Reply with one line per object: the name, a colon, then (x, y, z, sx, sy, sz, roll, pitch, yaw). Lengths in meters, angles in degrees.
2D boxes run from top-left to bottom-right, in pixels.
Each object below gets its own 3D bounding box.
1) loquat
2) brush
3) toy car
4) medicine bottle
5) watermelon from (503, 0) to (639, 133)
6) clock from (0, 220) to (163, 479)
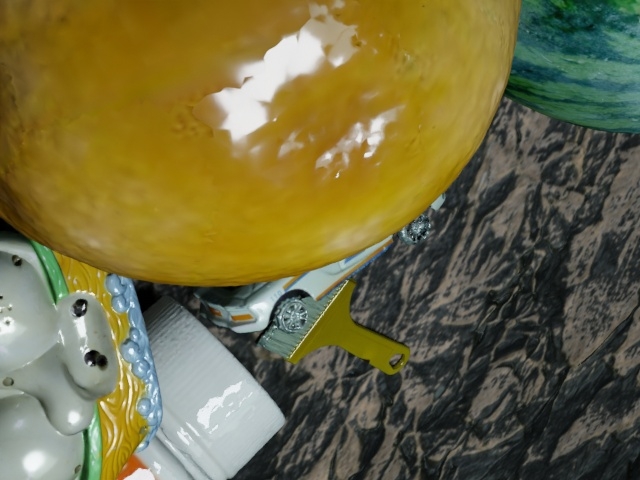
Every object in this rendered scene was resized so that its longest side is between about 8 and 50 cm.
loquat: (-0.056, -0.133, 0.987, 0.328, 0.328, 0.328, -30, 141, -27)
brush: (0.024, 0.077, 1.541, 0.083, 0.011, 0.205, -54, 147, 3)
toy car: (0.000, 0.000, 1.370, 0.205, 0.095, 0.056, -36, 117, -21)
medicine bottle: (-0.153, 0.166, 1.307, 0.252, 0.144, 0.144, -41, 145, -11)
watermelon: (0.153, -0.195, 1.129, 0.319, 0.222, 0.292, -24, 161, 18)
clock: (-0.181, 0.077, 1.187, 0.144, 0.103, 0.231, -17, 99, -18)
